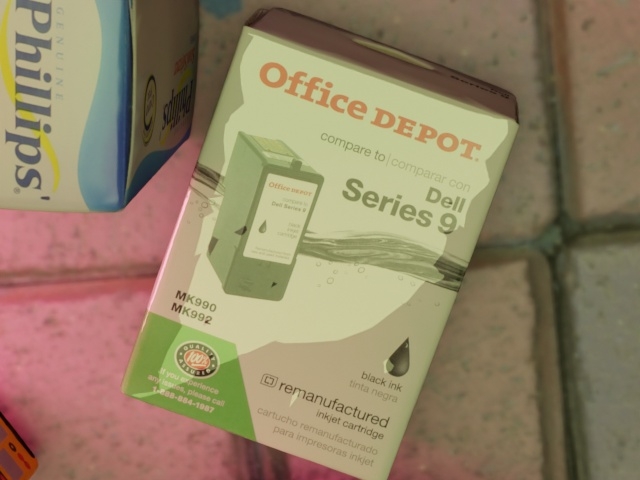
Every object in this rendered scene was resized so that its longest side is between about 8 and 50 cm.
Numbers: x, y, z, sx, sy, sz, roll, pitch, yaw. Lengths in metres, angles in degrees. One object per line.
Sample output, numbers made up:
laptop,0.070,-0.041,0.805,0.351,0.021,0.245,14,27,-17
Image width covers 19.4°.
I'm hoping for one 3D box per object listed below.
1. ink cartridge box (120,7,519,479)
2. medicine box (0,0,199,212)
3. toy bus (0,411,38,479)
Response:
ink cartridge box,0.000,0.000,1.365,0.211,0.121,0.289,19,104,0
medicine box,-0.246,-0.122,1.286,0.289,0.263,0.149,3,104,5
toy bus,-0.379,0.236,1.452,0.333,0.130,0.108,-36,97,12
